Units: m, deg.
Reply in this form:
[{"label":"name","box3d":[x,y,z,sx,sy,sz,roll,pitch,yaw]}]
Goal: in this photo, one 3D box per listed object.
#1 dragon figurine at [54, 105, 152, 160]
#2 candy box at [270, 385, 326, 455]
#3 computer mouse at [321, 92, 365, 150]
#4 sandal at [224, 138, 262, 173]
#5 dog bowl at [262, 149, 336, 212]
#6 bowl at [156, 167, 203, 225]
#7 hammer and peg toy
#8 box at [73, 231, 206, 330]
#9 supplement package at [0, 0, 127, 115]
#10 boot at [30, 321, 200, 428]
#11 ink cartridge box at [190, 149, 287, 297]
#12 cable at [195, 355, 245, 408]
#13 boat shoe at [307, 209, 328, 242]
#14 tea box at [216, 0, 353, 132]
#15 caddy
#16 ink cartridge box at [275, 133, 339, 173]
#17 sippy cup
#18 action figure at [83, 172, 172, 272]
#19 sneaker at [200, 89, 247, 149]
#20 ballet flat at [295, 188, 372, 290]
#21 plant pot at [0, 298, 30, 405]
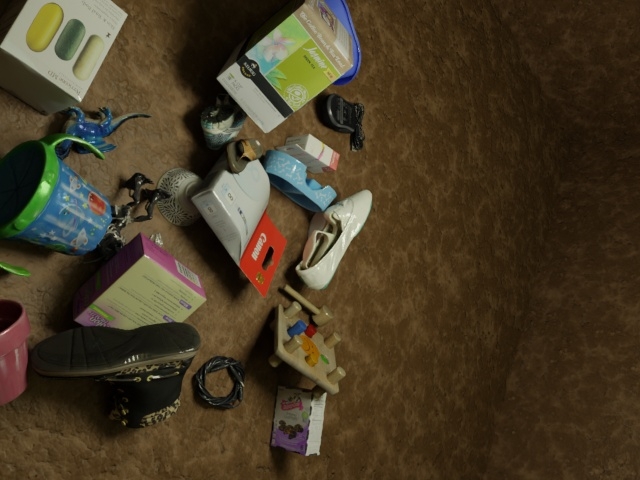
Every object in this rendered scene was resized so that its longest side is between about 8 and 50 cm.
[{"label":"dragon figurine","box3d":[-0.573,-0.262,1.538,0.289,0.085,0.144,-10,97,-41]},{"label":"candy box","box3d":[-0.073,0.578,1.961,0.070,0.165,0.196,17,76,-46]},{"label":"computer mouse","box3d":[0.073,-0.449,2.231,0.272,0.072,0.188,17,74,-57]},{"label":"sandal","box3d":[-0.212,-0.257,1.769,0.090,0.060,0.219,65,26,-8]},{"label":"dog bowl","box3d":[-0.077,-0.187,2.001,0.297,0.166,0.074,36,75,-39]},{"label":"bowl","box3d":[-0.377,-0.128,1.740,0.170,0.080,0.170,4,85,-46]},{"label":"hammer and peg toy","box3d":[-0.055,0.316,1.970,0.266,0.127,0.361,39,19,-21]},{"label":"box","box3d":[-0.456,0.143,1.535,0.243,0.117,0.213,-43,126,6]},{"label":"supplement package","box3d":[-0.627,-0.466,1.411,0.199,0.198,0.262,36,64,-39]},{"label":"boot","box3d":[-0.496,0.341,1.486,0.378,0.138,0.284,-5,132,-28]},{"label":"ink cartridge box","box3d":[-0.203,-0.068,1.830,0.385,0.091,0.308,57,28,-25]},{"label":"cable","box3d":[-0.296,0.422,1.824,0.184,0.047,0.150,30,67,-40]},{"label":"boat shoe","box3d":[0.000,0.000,2.131,0.070,0.078,0.219,14,86,-44]},{"label":"tea box","box3d":[-0.092,-0.539,1.775,0.220,0.324,0.329,46,24,-22]},{"label":"caddy","box3d":[0.004,-0.683,2.045,0.179,0.241,0.341,-32,111,-35]},{"label":"ink cartridge box","box3d":[-0.044,-0.302,2.063,0.198,0.115,0.067,28,70,-42]},{"label":"sippy cup","box3d":[-0.620,-0.076,1.402,0.224,0.306,0.240,39,23,-50]},{"label":"action figure","box3d":[-0.498,-0.040,1.572,0.164,0.141,0.275,50,53,-43]},{"label":"sneaker","box3d":[-0.281,-0.376,1.853,0.283,0.110,0.122,-55,161,-47]},{"label":"ballet flat","box3d":[0.043,-0.025,2.030,0.139,0.139,0.400,38,75,-38]},{"label":"plant pot","box3d":[-0.721,0.252,1.305,0.201,0.201,0.180,-28,123,-43]}]
